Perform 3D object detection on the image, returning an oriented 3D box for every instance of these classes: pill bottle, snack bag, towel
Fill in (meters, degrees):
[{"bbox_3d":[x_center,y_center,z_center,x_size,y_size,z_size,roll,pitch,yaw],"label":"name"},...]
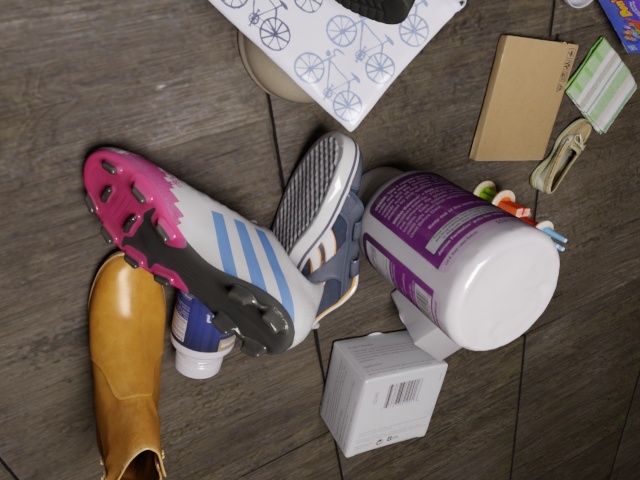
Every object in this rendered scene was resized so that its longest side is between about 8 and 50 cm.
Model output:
[{"bbox_3d":[0.157,0.001,0.695,0.170,0.301,0.169,-12,121,-21],"label":"pill bottle"},{"bbox_3d":[-0.161,0.110,0.714,0.094,0.094,0.169,3,116,-29],"label":"pill bottle"},{"bbox_3d":[0.028,-0.341,0.494,0.323,0.037,0.342,41,95,-15],"label":"snack bag"},{"bbox_3d":[0.511,-0.279,0.911,0.152,0.023,0.113,28,98,-33],"label":"towel"}]

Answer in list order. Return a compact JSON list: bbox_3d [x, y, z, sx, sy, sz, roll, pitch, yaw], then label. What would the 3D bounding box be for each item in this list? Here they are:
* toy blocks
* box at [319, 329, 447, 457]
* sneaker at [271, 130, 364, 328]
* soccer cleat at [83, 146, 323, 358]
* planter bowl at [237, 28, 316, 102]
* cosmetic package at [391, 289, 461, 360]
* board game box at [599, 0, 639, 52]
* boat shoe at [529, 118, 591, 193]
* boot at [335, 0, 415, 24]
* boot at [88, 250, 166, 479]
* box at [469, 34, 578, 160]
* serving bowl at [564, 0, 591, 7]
[{"bbox_3d":[0.350,-0.039,0.871,0.123,0.148,0.054,35,96,-37],"label":"toy blocks"},{"bbox_3d":[0.113,0.280,0.935,0.181,0.119,0.181,-3,117,-27],"label":"box"},{"bbox_3d":[0.000,0.000,0.726,0.128,0.126,0.321,13,120,-28],"label":"sneaker"},{"bbox_3d":[-0.139,0.004,0.618,0.331,0.143,0.116,42,124,3],"label":"soccer cleat"},{"bbox_3d":[-0.007,-0.239,0.602,0.162,0.109,0.161,-12,121,-21],"label":"planter bowl"},{"bbox_3d":[0.256,0.089,0.868,0.238,0.127,0.107,-40,130,21],"label":"cosmetic package"},{"bbox_3d":[0.558,-0.503,0.757,0.233,0.078,0.347,30,93,-36],"label":"board game box"},{"bbox_3d":[0.456,-0.155,0.927,0.056,0.048,0.153,35,96,-37],"label":"boat shoe"},{"bbox_3d":[0.016,-0.303,0.458,0.198,0.077,0.136,26,82,-8],"label":"boot"},{"bbox_3d":[-0.237,0.182,0.641,0.104,0.211,0.294,-1,115,-28],"label":"boot"},{"bbox_3d":[0.342,-0.234,0.842,0.165,0.021,0.201,-5,118,-26],"label":"box"},{"bbox_3d":[0.401,-0.408,0.776,0.084,0.027,0.083,-12,119,-22],"label":"serving bowl"}]
